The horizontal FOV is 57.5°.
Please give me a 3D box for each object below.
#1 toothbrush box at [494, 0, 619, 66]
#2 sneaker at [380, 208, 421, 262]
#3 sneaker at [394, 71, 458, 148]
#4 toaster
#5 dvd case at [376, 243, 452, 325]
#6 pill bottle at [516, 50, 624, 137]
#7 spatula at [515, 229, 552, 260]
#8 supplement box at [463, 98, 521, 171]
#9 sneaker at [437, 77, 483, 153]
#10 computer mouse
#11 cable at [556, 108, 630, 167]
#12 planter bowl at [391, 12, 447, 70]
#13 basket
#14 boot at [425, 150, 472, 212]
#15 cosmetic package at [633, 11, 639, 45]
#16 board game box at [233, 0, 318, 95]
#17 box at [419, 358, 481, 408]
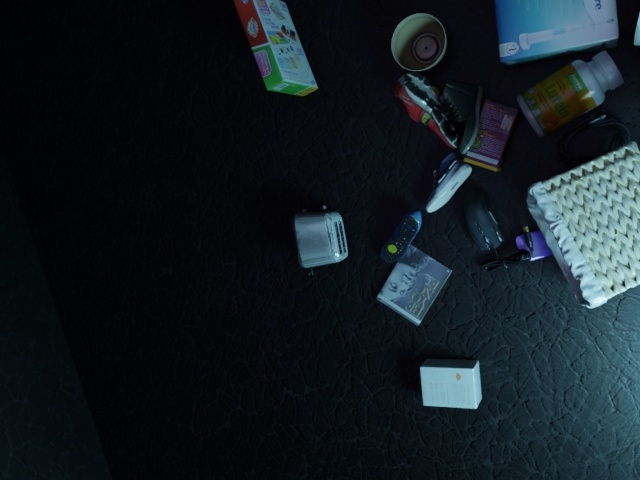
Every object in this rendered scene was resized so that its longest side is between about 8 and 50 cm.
[{"bbox_3d":[0.633,-0.609,1.573,0.296,0.126,0.216,-6,94,26],"label":"toothbrush box"},{"bbox_3d":[0.264,-0.014,1.870,0.069,0.082,0.209,32,128,3],"label":"sneaker"},{"bbox_3d":[0.334,-0.387,1.767,0.279,0.107,0.118,48,157,-4],"label":"sneaker"},{"bbox_3d":[0.000,0.000,1.951,0.147,0.129,0.226,-9,92,23],"label":"toaster"},{"bbox_3d":[0.301,0.143,1.892,0.165,0.018,0.221,33,110,17],"label":"dvd case"},{"bbox_3d":[0.674,-0.398,1.578,0.246,0.136,0.136,-31,84,25],"label":"pill bottle"},{"bbox_3d":[0.719,-0.012,1.671,0.297,0.030,0.084,-17,91,25],"label":"spatula"},{"bbox_3d":[0.502,-0.305,1.701,0.104,0.081,0.188,22,106,21],"label":"supplement box"},{"bbox_3d":[0.390,-0.358,1.682,0.118,0.083,0.222,14,71,-7],"label":"sneaker"},{"bbox_3d":[0.517,-0.034,1.720,0.184,0.060,0.262,-16,91,42],"label":"computer mouse"},{"bbox_3d":[0.742,-0.263,1.598,0.184,0.047,0.150,-34,66,14],"label":"cable"},{"bbox_3d":[0.304,-0.581,1.739,0.162,0.109,0.162,3,98,24],"label":"planter bowl"},{"bbox_3d":[0.716,-0.026,1.476,0.266,0.328,0.331,-26,77,15],"label":"basket"},{"bbox_3d":[0.375,-0.179,1.796,0.190,0.069,0.086,-50,59,23],"label":"boot"},{"bbox_3d":[0.846,-0.617,1.382,0.129,0.153,0.296,14,66,24],"label":"cosmetic package"},{"bbox_3d":[-0.139,-0.628,1.865,0.064,0.242,0.316,-22,87,28],"label":"board game box"},{"bbox_3d":[0.412,0.450,1.843,0.171,0.091,0.130,-3,96,25],"label":"box"}]
